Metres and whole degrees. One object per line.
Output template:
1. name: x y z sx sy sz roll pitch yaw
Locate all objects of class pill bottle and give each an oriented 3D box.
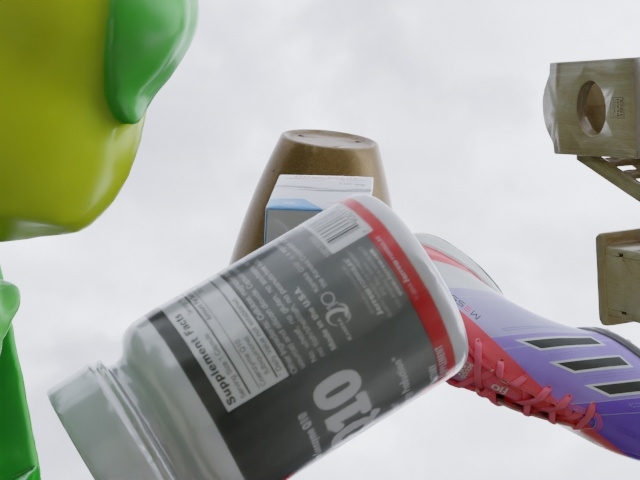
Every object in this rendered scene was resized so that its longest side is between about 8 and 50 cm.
1. pill bottle: -0.047 0.099 0.990 0.283 0.161 0.161 -31 -51 -12

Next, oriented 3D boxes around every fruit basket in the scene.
1. fruit basket: -0.219 -0.047 0.741 0.392 0.392 0.283 -1 -22 12

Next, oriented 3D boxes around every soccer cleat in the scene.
1. soccer cleat: 0.166 0.107 1.134 0.318 0.116 0.108 32 -55 19

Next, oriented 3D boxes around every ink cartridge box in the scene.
1. ink cartridge box: 0.002 -0.027 1.367 0.104 0.180 0.060 2 -74 3

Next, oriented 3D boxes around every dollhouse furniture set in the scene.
1. dollhouse furniture set: 0.245 -0.039 0.822 0.182 0.101 0.160 -7 -82 -20

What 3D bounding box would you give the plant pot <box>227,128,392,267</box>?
1. plant pot: 0.000 0.000 1.605 0.237 0.237 0.254 8 -75 4
